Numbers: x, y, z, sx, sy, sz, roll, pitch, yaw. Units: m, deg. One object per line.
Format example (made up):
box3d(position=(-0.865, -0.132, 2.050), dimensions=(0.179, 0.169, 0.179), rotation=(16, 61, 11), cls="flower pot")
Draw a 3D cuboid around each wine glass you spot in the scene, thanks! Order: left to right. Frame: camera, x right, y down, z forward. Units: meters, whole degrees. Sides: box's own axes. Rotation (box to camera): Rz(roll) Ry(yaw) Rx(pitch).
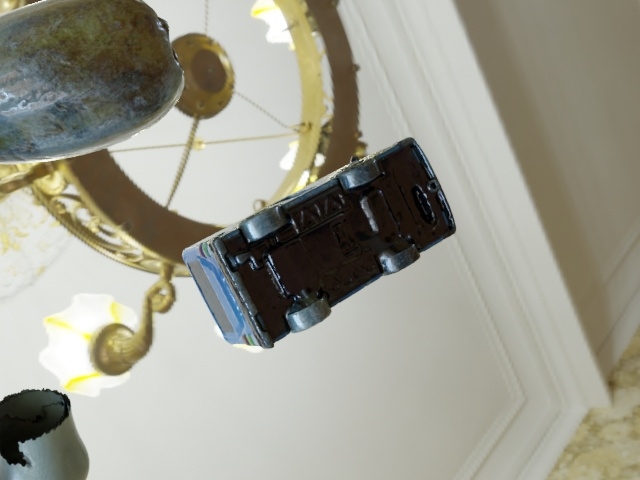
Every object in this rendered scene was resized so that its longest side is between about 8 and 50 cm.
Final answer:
box3d(position=(-0.238, 0.226, 0.747), dimensions=(0.079, 0.079, 0.195), rotation=(-29, -52, -41), cls="wine glass")

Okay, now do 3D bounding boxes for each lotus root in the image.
box3d(position=(-0.291, -0.142, 0.835), dimensions=(0.158, 0.322, 0.139), rotation=(62, -167, -74), cls="lotus root")

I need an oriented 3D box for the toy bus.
box3d(position=(0.000, 0.000, 0.638), dimensions=(0.185, 0.106, 0.090), rotation=(-29, -84, -27), cls="toy bus")
